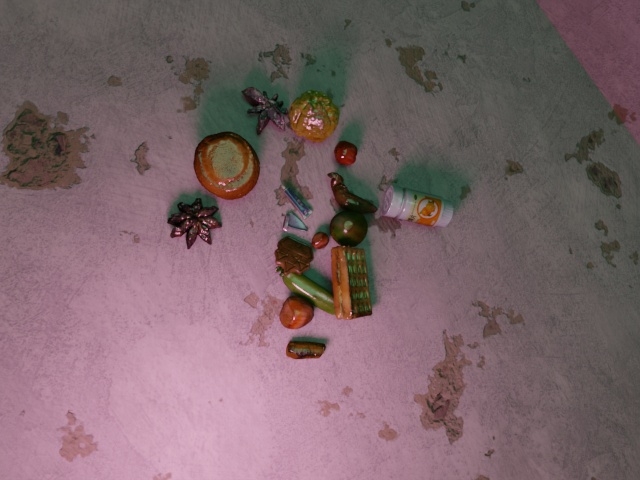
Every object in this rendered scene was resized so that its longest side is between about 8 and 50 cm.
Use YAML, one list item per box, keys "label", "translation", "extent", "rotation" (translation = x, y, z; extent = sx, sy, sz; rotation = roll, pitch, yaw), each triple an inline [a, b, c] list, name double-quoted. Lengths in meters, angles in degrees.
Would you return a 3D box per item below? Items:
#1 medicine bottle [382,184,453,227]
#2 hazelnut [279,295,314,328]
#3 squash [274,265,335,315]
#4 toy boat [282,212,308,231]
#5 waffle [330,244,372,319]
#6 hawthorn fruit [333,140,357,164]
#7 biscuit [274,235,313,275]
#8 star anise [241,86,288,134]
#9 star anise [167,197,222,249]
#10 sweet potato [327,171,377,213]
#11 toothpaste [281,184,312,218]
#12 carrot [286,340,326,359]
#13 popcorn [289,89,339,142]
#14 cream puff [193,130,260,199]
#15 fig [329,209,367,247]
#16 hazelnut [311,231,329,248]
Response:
- label: "medicine bottle"
  translation: [0.479, -0.163, 2.033]
  extent: [0.318, 0.158, 0.158]
  rotation: [12, 78, -8]
- label: "hazelnut"
  translation: [-0.105, 0.322, 1.842]
  extent: [0.150, 0.150, 0.150]
  rotation: [2, 79, -11]
- label: "squash"
  translation: [-0.047, 0.231, 1.887]
  extent: [0.379, 0.101, 0.101]
  rotation: [35, 75, -6]
- label: "toy boat"
  translation: [-0.115, -0.076, 1.972]
  extent: [0.122, 0.034, 0.096]
  rotation: [14, 77, -17]
- label: "waffle"
  translation: [0.139, 0.190, 1.872]
  extent: [0.098, 0.224, 0.327]
  rotation: [-11, 79, 30]
- label: "hawthorn fruit"
  translation: [0.125, -0.430, 2.037]
  extent: [0.128, 0.128, 0.128]
  rotation: [2, 79, -11]
- label: "biscuit"
  translation: [-0.124, 0.075, 1.883]
  extent: [0.182, 0.034, 0.215]
  rotation: [24, 45, -5]
- label: "star anise"
  translation: [-0.257, -0.636, 2.007]
  extent: [0.198, 0.110, 0.257]
  rotation: [-15, 76, -13]
- label: "star anise"
  translation: [-0.563, -0.082, 1.847]
  extent: [0.223, 0.109, 0.236]
  rotation: [30, 73, -9]
- label: "sweet potato"
  translation: [0.139, -0.207, 2.010]
  extent: [0.310, 0.098, 0.124]
  rotation: [38, 68, -6]
- label: "toothpaste"
  translation: [-0.120, -0.191, 1.987]
  extent: [0.057, 0.035, 0.197]
  rotation: [-41, 92, -10]
- label: "carrot"
  translation: [-0.067, 0.492, 1.844]
  extent: [0.173, 0.082, 0.082]
  rotation: [8, 78, -9]
- label: "popcorn"
  translation: [-0.030, -0.608, 2.002]
  extent: [0.249, 0.249, 0.225]
  rotation: [8, 49, -9]
- label: "cream puff"
  translation: [-0.420, -0.330, 1.867]
  extent: [0.303, 0.212, 0.303]
  rotation: [0, 88, -14]
- label: "fig"
  translation: [0.133, -0.059, 1.934]
  extent: [0.181, 0.191, 0.181]
  rotation: [0, 89, 6]
- label: "hazelnut"
  translation: [0.000, 0.000, 1.956]
  extent: [0.086, 0.086, 0.086]
  rotation: [2, 79, -11]
